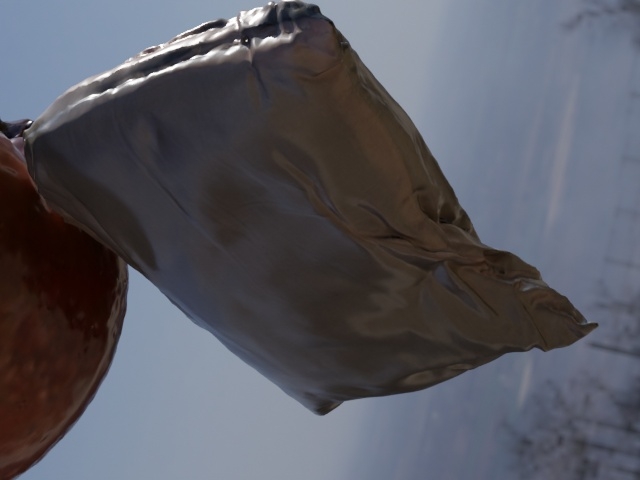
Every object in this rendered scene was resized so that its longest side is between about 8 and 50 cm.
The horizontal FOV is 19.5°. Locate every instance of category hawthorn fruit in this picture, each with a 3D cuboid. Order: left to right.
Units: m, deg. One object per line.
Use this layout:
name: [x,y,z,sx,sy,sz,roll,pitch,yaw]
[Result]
hawthorn fruit: [-0.225,0.041,0.838,0.272,0.242,0.242,-53,0,4]

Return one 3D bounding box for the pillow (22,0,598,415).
pillow: [0.000,0.000,0.788,0.270,0.173,0.067,42,-136,-45]
